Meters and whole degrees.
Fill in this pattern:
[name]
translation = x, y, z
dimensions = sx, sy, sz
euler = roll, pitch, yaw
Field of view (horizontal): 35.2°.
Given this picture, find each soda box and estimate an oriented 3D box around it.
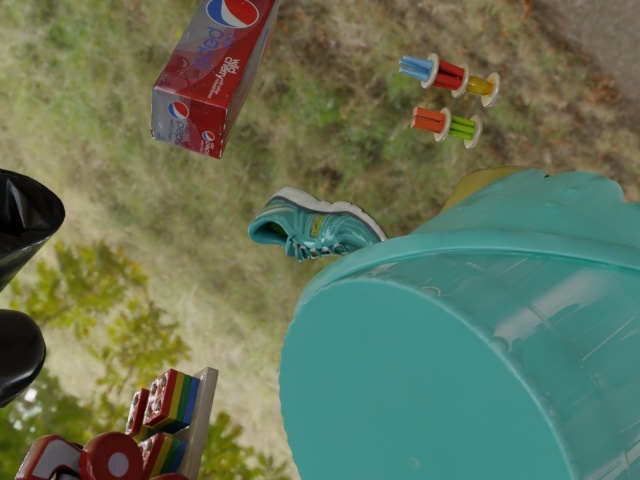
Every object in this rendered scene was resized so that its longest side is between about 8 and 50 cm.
[soda box]
translation = -0.123, -0.222, 1.233
dimensions = 0.092, 0.263, 0.083
euler = 17, 138, 1

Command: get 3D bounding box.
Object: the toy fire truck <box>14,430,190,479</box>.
[toy fire truck]
translation = -0.346, 0.449, 1.544
dimensions = 0.169, 0.254, 0.302
euler = -19, 129, 41

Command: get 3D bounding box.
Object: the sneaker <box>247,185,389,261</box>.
[sneaker]
translation = 0.000, 0.000, 1.604
dimensions = 0.275, 0.110, 0.107
euler = 16, 136, 40

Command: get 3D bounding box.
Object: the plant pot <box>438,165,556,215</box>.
[plant pot]
translation = 0.217, 0.035, 1.132
dimensions = 0.212, 0.212, 0.187
euler = 29, -175, -26

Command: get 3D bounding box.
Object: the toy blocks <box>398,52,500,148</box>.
[toy blocks]
translation = 0.172, -0.207, 1.471
dimensions = 0.148, 0.123, 0.054
euler = 14, -155, -15

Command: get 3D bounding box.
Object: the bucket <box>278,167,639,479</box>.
[bucket]
translation = 0.116, 0.103, 0.654
dimensions = 0.183, 0.281, 0.281
euler = -24, -142, -39

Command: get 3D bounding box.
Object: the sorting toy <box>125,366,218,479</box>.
[sorting toy]
translation = -0.300, 0.374, 1.849
dimensions = 0.089, 0.256, 0.257
euler = 22, 149, -22

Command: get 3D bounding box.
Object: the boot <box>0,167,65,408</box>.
[boot]
translation = -0.417, 0.065, 1.190
dimensions = 0.367, 0.445, 0.146
euler = -16, -114, -47
